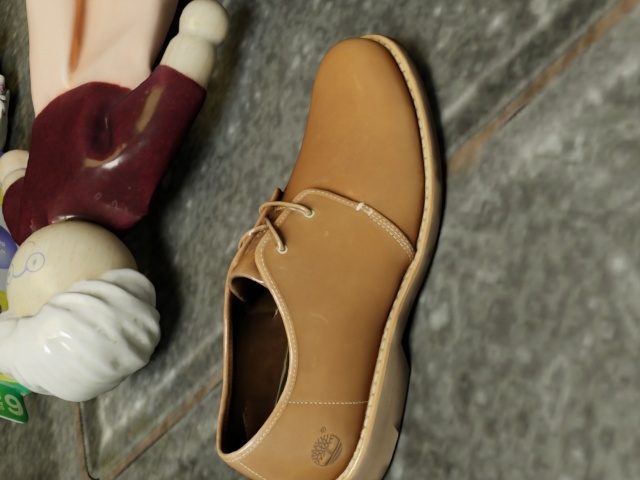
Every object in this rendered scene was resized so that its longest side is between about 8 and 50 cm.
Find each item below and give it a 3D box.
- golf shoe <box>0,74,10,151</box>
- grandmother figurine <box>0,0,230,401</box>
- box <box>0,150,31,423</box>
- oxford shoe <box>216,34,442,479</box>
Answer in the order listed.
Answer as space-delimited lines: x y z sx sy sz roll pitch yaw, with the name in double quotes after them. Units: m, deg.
-0.270 -0.088 0.855 0.086 0.067 0.186 -47 43 24 "golf shoe"
-0.135 -0.068 0.661 0.208 0.104 0.342 -38 44 46 "grandmother figurine"
-0.213 0.019 0.705 0.043 0.105 0.179 -29 53 27 "box"
0.000 0.000 0.485 0.076 0.076 0.212 -15 61 48 "oxford shoe"
